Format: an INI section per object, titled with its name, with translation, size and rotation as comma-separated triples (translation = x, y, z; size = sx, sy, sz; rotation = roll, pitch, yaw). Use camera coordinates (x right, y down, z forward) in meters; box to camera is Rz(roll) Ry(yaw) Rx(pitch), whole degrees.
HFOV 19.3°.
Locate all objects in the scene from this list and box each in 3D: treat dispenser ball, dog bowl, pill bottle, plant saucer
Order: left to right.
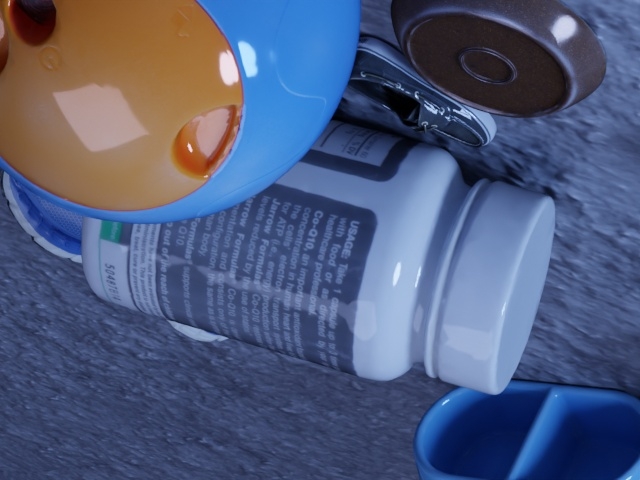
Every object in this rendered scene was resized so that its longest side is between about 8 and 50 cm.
[treat dispenser ball]
translation = -0.117, -0.154, 1.264
size = 0.288, 0.288, 0.288
rotation = 18, 156, 9
[pill bottle]
translation = 0.000, 0.000, 1.583
size = 0.361, 0.204, 0.204
rotation = 16, 155, 15
[plant saucer]
translation = 0.128, -0.139, 1.403
size = 0.168, 0.029, 0.168
rotation = 18, 157, 8
[dog bowl]
translation = 0.224, 0.219, 1.915
size = 0.297, 0.166, 0.074
rotation = 4, 138, 36

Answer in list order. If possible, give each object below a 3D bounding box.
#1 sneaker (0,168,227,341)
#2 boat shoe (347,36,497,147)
[sneaker]
translation = -0.156, -0.030, 1.789
size = 0.330, 0.129, 0.147
rotation = 33, 139, -31
[boat shoe]
translation = 0.076, -0.108, 1.494
size = 0.142, 0.040, 0.049
rotation = 32, 154, -20
